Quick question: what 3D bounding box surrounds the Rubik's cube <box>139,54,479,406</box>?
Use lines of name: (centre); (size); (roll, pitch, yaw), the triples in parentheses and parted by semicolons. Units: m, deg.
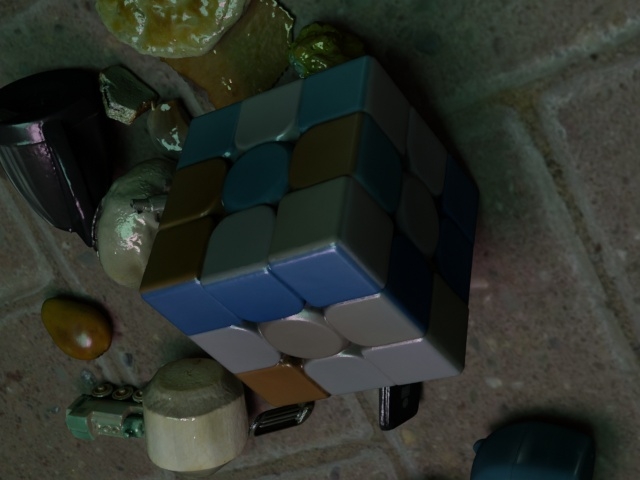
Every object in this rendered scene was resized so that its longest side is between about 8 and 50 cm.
Rubik's cube: (0.000, 0.000, 1.582); (0.344, 0.346, 0.347); (-15, 139, 32)

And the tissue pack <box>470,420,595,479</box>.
tissue pack: (0.348, 0.451, 1.795); (0.206, 0.198, 0.287); (-1, 117, 25)

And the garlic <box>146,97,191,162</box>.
garlic: (-0.245, -0.174, 1.851); (0.084, 0.066, 0.152); (-32, 96, 33)

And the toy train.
toy train: (-0.406, 0.348, 2.165); (0.194, 0.125, 0.081); (3, 119, 26)

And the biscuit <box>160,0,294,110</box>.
biscuit: (-0.158, -0.331, 1.761); (0.232, 0.013, 0.237); (45, 127, 1)

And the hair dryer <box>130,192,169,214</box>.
hair dryer: (-0.186, -0.102, 1.776); (0.225, 0.219, 0.088); (29, 157, -32)

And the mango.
mango: (-0.482, 0.174, 2.139); (0.163, 0.089, 0.111); (14, 109, 31)

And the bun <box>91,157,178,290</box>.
bun: (-0.271, -0.020, 1.844); (0.141, 0.239, 0.239); (28, 125, 24)

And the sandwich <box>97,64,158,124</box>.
sandwich: (-0.341, -0.250, 1.846); (0.105, 0.093, 0.036); (43, 132, 4)

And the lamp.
lamp: (0.018, 0.275, 1.876); (0.283, 0.203, 0.124); (-10, 94, 33)

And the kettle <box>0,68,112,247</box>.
kettle: (-0.439, -0.133, 1.895); (0.251, 0.207, 0.271); (12, 131, 31)

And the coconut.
coconut: (-0.233, 0.341, 2.032); (0.202, 0.202, 0.222); (8, 115, 23)

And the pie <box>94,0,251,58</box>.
pie: (-0.246, -0.446, 1.698); (0.337, 0.075, 0.337); (13, 118, 25)

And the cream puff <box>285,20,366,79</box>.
cream puff: (0.015, -0.267, 1.639); (0.121, 0.156, 0.156); (-21, 107, 1)
